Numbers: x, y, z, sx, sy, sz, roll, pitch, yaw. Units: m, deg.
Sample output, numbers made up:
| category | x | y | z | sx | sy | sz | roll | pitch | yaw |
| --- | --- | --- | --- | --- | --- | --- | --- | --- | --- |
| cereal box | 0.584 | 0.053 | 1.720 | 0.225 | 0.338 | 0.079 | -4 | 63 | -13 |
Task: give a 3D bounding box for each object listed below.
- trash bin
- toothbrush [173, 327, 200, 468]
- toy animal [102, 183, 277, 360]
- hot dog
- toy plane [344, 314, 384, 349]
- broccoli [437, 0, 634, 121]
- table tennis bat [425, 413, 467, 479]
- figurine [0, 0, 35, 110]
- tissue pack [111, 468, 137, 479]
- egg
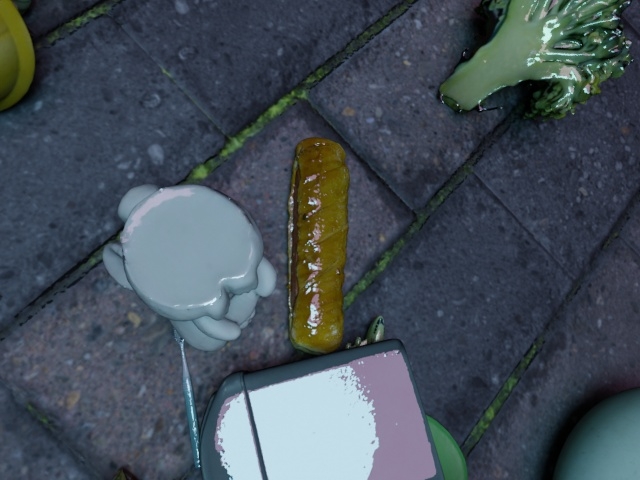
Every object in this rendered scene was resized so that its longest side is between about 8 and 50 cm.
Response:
| category | x | y | z | sx | sy | sz | roll | pitch | yaw |
| --- | --- | --- | --- | --- | --- | --- | --- | --- | --- |
| trash bin | -0.008 | 0.211 | 0.510 | 0.236 | 0.101 | 0.177 | -15 | 75 | -7 |
| toothbrush | -0.151 | 0.174 | 0.544 | 0.011 | 0.014 | 0.167 | -11 | 81 | -1 |
| toy animal | -0.135 | 0.022 | 0.491 | 0.178 | 0.193 | 0.127 | 40 | 73 | -2 |
| hot dog | 0.000 | 0.001 | 0.607 | 0.087 | 0.061 | 0.286 | 4 | 77 | -27 |
| toy plane | 0.060 | 0.149 | 0.597 | 0.102 | 0.040 | 0.111 | 18 | 74 | -13 |
| broccoli | 0.325 | -0.287 | 0.745 | 0.242 | 0.273 | 0.180 | 55 | 24 | 11 |
| table tennis bat | 0.141 | 0.319 | 0.586 | 0.257 | 0.039 | 0.160 | 36 | 69 | 0 |
| figurine | -0.392 | -0.258 | 0.499 | 0.192 | 0.167 | 0.257 | 6 | 73 | -1 |
| tissue pack | -0.178 | 0.317 | 0.457 | 0.148 | 0.099 | 0.106 | 44 | 72 | -3 |
| egg | 0.402 | 0.291 | 0.588 | 0.264 | 0.183 | 0.183 | -29 | 86 | -15 |
